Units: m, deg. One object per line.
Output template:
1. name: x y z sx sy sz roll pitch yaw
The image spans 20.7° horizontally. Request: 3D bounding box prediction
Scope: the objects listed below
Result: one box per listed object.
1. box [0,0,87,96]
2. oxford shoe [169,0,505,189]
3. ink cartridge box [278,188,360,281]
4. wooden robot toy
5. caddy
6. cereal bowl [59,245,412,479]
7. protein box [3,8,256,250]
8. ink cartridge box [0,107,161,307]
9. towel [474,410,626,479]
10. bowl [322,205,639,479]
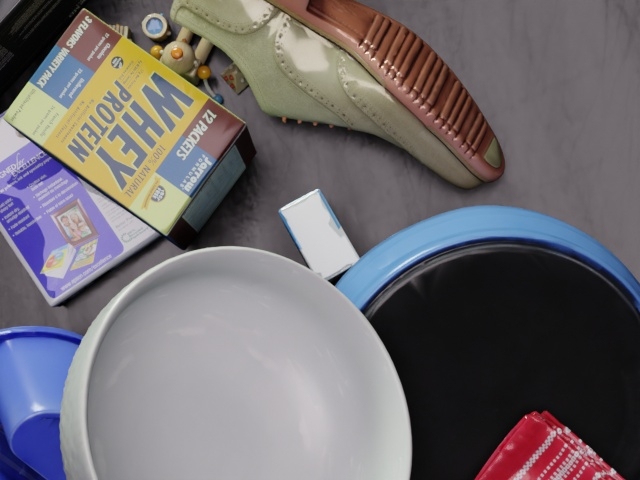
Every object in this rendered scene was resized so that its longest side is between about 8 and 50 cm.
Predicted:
1. box: -0.358 -0.232 1.846 0.103 0.184 0.261 42 90 7
2. oxford shoe: 0.020 -0.174 1.859 0.397 0.140 0.146 40 115 0
3. ink cartridge box: 0.000 0.000 1.839 0.052 0.122 0.089 -30 86 -2
4. wooden robot toy: -0.154 -0.207 1.883 0.173 0.079 0.076 22 88 4
5. caddy: -0.266 0.237 1.765 0.241 0.179 0.341 -37 124 5
6. cereal bowl: -0.091 0.183 1.620 0.339 0.141 0.339 9 71 -27
7. protein box: -0.187 -0.106 1.775 0.199 0.201 0.136 35 86 3
8. ink cartridge box: -0.259 -0.069 1.897 0.206 0.045 0.208 -34 86 0
9. towel: 0.251 0.323 1.712 0.275 0.031 0.199 42 98 13
10. bowl: 0.173 0.163 1.782 0.391 0.077 0.391 -1 101 -7
